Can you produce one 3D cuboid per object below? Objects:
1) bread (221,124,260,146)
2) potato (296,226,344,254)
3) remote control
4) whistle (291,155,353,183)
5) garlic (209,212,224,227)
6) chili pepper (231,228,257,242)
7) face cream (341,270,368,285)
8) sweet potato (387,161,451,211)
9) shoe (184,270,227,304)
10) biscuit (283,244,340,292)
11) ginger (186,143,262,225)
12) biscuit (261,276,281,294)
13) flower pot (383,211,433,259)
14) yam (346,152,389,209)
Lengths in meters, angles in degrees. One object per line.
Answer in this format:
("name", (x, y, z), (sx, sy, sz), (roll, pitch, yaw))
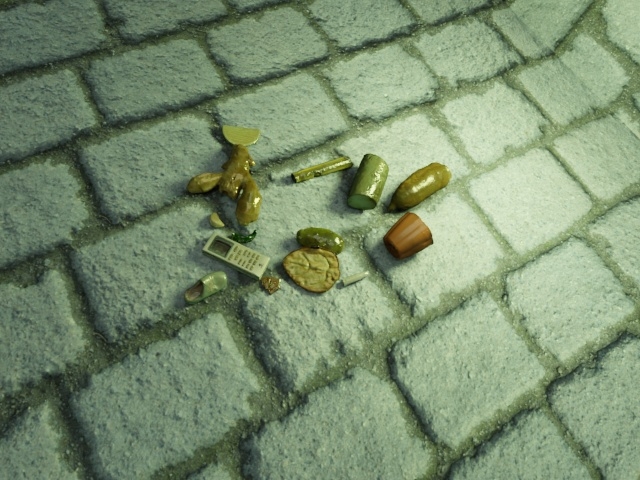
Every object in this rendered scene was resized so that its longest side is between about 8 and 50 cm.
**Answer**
("bread", (-0.397, -0.511, 2.098), (0.193, 0.036, 0.112), (4, 69, -12))
("potato", (0.000, 0.000, 1.892), (0.225, 0.090, 0.117), (17, 59, -5))
("remote control", (-0.365, 0.066, 1.822), (0.277, 0.055, 0.103), (25, 63, 3))
("whistle", (0.011, -0.354, 2.076), (0.326, 0.057, 0.068), (-20, 70, -18))
("garlic", (-0.472, -0.089, 1.887), (0.053, 0.041, 0.083), (-21, 63, -23))
("chili pepper", (-0.338, -0.015, 1.876), (0.118, 0.035, 0.055), (-9, 84, -9))
("face cream", (0.156, 0.166, 1.871), (0.130, 0.034, 0.034), (-19, 70, -17))
("sweet potato", (0.474, -0.255, 2.055), (0.369, 0.158, 0.158), (-34, 75, -23))
("shoe", (-0.476, 0.189, 1.736), (0.195, 0.078, 0.079), (-34, 74, -17))
("biscuit", (-0.038, 0.119, 1.836), (0.260, 0.041, 0.203), (15, 89, 5))
("ginger", (-0.378, -0.280, 1.947), (0.363, 0.122, 0.348), (29, 72, 16))
("biscuit", (-0.216, 0.185, 1.813), (0.092, 0.016, 0.082), (33, 65, 5))
("flower pot", (0.390, -0.010, 1.924), (0.173, 0.190, 0.191), (-35, 74, -7))
("yam", (0.232, -0.277, 2.020), (0.161, 0.161, 0.268), (23, 64, 2))
